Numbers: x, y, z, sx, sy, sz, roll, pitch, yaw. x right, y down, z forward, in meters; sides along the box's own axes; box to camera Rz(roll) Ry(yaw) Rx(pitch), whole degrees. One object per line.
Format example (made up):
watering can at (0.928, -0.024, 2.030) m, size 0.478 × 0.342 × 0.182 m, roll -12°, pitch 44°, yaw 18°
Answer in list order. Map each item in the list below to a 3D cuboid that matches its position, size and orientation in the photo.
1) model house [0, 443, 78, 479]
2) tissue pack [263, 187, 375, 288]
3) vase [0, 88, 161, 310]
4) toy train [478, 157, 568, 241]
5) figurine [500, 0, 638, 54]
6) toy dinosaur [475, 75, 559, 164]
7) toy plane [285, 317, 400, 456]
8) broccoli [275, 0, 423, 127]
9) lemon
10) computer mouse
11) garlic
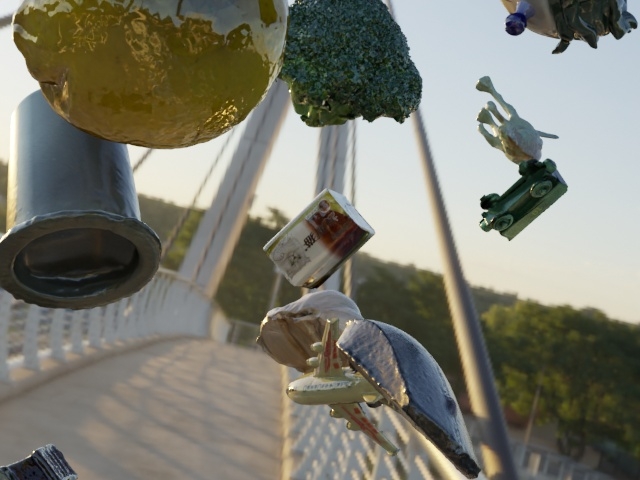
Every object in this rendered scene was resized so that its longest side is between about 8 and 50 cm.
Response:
model house at (-0.468, 0.415, 1.581) m, size 0.165 × 0.106 × 0.152 m, roll 51°, pitch 32°, yaw 13°
tissue pack at (0.000, 0.001, 1.593) m, size 0.099 × 0.148 × 0.106 m, roll 50°, pitch 12°, yaw 17°
vase at (-0.374, -0.074, 1.454) m, size 0.245 × 0.291 × 0.245 m, roll -9°, pitch -36°, yaw -7°
toy train at (0.350, -0.071, 1.650) m, size 0.099 × 0.172 × 0.070 m, roll 18°, pitch 38°, yaw -41°
figurine at (0.312, -0.395, 1.191) m, size 0.186 × 0.382 × 0.261 m, roll -19°, pitch -46°, yaw 35°
toy dinosaur at (0.390, -0.221, 1.929) m, size 0.205 × 0.092 × 0.393 m, roll 53°, pitch 19°, yaw 28°
toy plane at (0.038, 0.230, 1.509) m, size 0.104 × 0.242 × 0.256 m, roll -32°, pitch 14°, yaw -30°
broccoli at (0.029, -0.284, 1.577) m, size 0.294 × 0.265 × 0.245 m, roll 19°, pitch -39°, yaw 9°
lemon at (-0.184, -0.239, 1.074) m, size 0.297 × 0.297 × 0.297 m, roll 14°, pitch -1°, yaw 0°
computer mouse at (0.123, 0.187, 1.248) m, size 0.168 × 0.087 × 0.295 m, roll 49°, pitch -4°, yaw -28°
garlic at (-0.003, 0.160, 1.837) m, size 0.229 × 0.143 × 0.178 m, roll -2°, pitch -45°, yaw 35°
